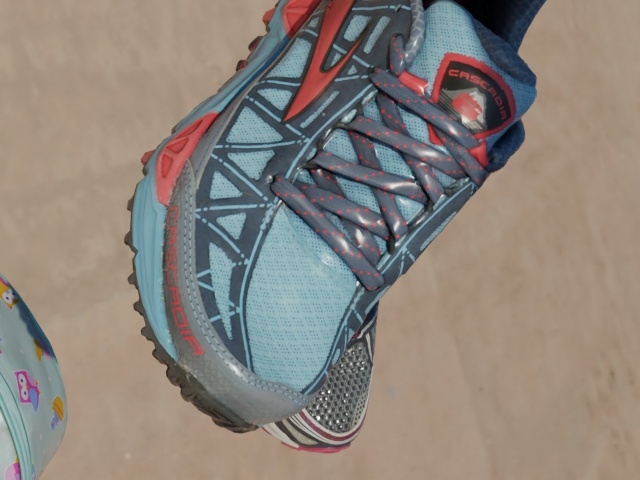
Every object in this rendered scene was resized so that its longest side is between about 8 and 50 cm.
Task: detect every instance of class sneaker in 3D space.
[{"bbox_3d":[0.000,0.000,0.915,0.121,0.112,0.299,-6,98,-39],"label":"sneaker"},{"bbox_3d":[0.018,-0.047,0.523,0.104,0.125,0.262,42,54,-27],"label":"sneaker"}]

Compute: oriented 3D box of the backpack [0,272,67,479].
[{"bbox_3d":[-0.233,0.095,0.688,0.144,0.188,0.166,-81,148,-77],"label":"backpack"}]
